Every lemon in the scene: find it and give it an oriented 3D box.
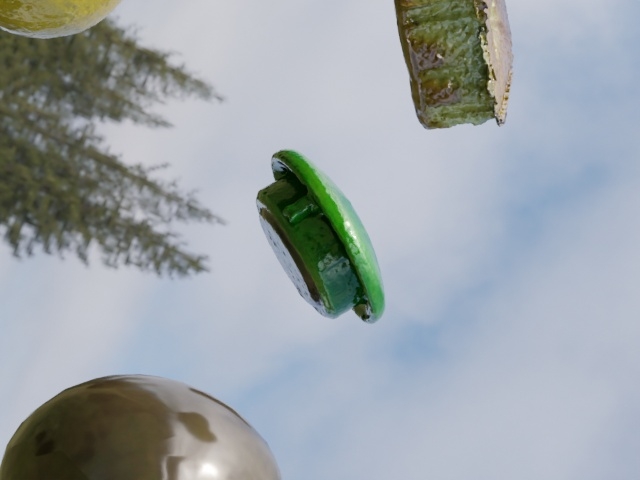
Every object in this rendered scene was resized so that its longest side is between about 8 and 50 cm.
[{"bbox_3d":[-0.361,-0.360,1.390,0.219,0.240,0.240,-40,-157,0],"label":"lemon"}]

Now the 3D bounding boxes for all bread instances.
[{"bbox_3d":[0.093,-0.152,0.778,0.140,0.069,0.128,-75,155,-51],"label":"bread"}]

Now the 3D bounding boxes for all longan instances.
[{"bbox_3d":[-0.112,0.168,0.711,0.189,0.189,0.189,-50,-154,37],"label":"longan"}]

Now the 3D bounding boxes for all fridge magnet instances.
[{"bbox_3d":[0.000,0.000,1.171,0.088,0.208,0.208,-31,-161,-9],"label":"fridge magnet"}]
